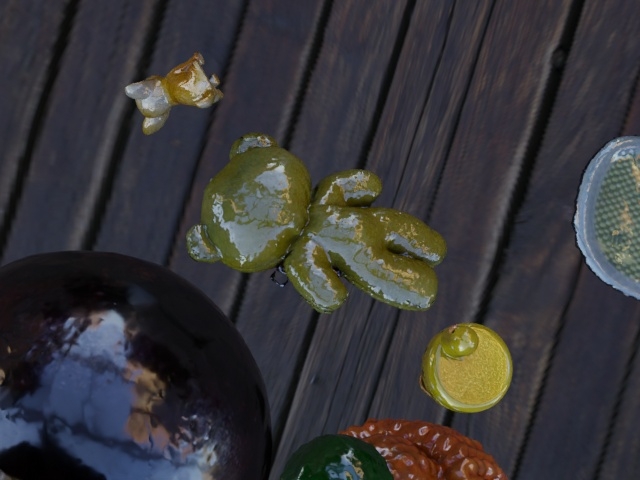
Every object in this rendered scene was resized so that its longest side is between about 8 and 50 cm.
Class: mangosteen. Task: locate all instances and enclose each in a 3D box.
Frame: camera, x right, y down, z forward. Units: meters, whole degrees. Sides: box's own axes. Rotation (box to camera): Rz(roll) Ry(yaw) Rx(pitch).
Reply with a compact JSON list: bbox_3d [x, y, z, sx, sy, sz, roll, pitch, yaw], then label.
[{"bbox_3d":[-0.247,0.213,1.324,0.382,0.435,0.382,14,124,22],"label":"mangosteen"}]

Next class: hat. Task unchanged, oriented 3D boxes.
[{"bbox_3d":[0.053,0.354,1.753,0.285,0.400,0.285,-4,82,32],"label":"hat"}]

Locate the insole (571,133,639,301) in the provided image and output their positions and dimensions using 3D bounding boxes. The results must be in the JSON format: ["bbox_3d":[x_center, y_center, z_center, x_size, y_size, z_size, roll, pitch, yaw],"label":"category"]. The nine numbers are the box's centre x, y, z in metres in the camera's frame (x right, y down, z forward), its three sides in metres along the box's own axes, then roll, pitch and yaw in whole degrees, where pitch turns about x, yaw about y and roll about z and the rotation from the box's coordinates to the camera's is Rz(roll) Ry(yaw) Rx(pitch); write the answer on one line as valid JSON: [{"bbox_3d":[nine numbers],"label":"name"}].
[{"bbox_3d":[0.268,0.025,0.686,0.322,0.007,0.109,18,73,-13],"label":"insole"}]

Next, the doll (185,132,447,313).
[{"bbox_3d":[0.000,0.000,1.168,0.209,0.097,0.137,24,65,-5],"label":"doll"}]

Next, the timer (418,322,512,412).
[{"bbox_3d":[0.171,0.146,1.629,0.107,0.109,0.107,2,82,-14],"label":"timer"}]

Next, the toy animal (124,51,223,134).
[{"bbox_3d":[-0.129,-0.123,1.223,0.083,0.060,0.081,-26,45,11],"label":"toy animal"}]
